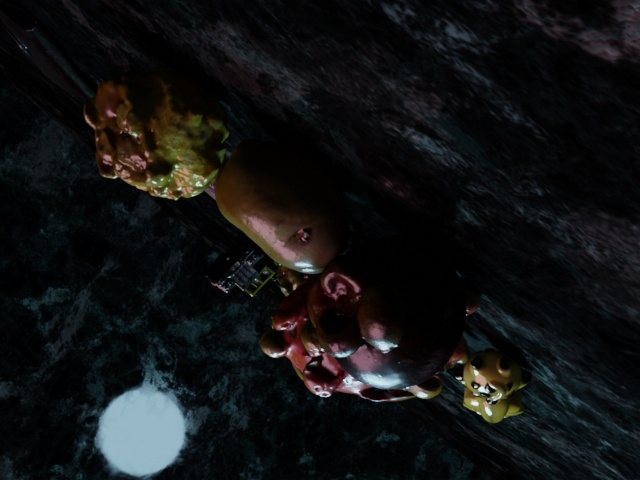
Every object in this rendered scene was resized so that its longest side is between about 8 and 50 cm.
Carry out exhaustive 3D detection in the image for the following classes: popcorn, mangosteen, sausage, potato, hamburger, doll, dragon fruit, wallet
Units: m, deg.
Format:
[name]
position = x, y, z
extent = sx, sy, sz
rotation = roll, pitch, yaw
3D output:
[popcorn]
position = -0.219, -0.147, 1.216
extent = 0.198, 0.197, 0.155
rotation = 35, -161, 23
[mangosteen]
position = 0.083, 0.090, 1.122
extent = 0.210, 0.210, 0.210
rotation = 37, 171, 7
[sausage]
position = 0.183, 0.083, 1.243
extent = 0.036, 0.042, 0.158
rotation = 2, 180, -12
[potato]
position = -0.045, -0.046, 1.161
extent = 0.200, 0.137, 0.154
rotation = 43, 166, 2
[hamburger]
position = 0.006, 0.098, 1.768
extent = 0.183, 0.130, 0.206
rotation = 55, -179, -12
[doll]
position = 0.283, 0.239, 1.444
extent = 0.117, 0.086, 0.291
rotation = 7, 159, 16
[dragon fruit]
position = 0.070, 0.152, 1.445
extent = 0.307, 0.227, 0.243
rotation = -13, 121, 29
[wallet]
position = -0.577, -0.393, 1.840
extent = 0.172, 0.045, 0.318
rotation = 34, 169, 19

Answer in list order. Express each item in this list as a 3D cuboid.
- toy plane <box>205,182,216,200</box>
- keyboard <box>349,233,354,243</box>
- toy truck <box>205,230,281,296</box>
[toy plane]
position = -0.212, -0.099, 1.814
extent = 0.226, 0.058, 0.226
rotation = 49, 164, -32
[keyboard]
position = -0.016, -0.045, 1.447
extent = 0.176, 0.014, 0.055
rotation = 30, 167, 42
[toy truck]
position = -0.145, 0.047, 1.832
extent = 0.127, 0.127, 0.257
rotation = 45, -172, -1
